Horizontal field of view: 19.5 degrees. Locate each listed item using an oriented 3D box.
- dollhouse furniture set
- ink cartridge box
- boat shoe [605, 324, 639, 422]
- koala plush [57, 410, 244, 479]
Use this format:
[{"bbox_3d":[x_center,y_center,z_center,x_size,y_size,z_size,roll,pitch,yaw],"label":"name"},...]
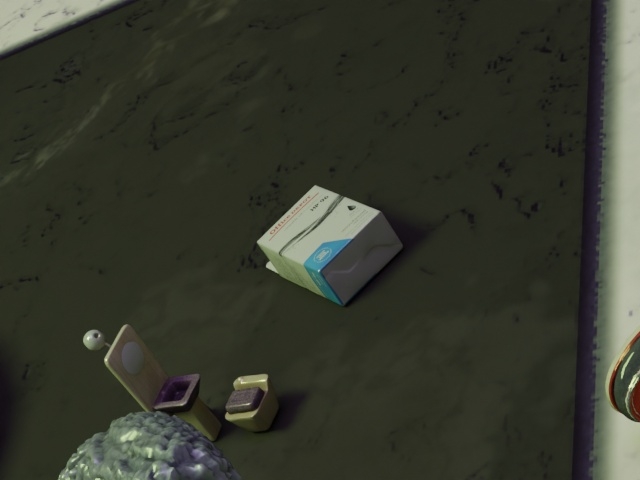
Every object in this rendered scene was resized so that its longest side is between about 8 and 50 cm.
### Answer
[{"bbox_3d":[-0.091,0.098,0.906,0.091,0.081,0.114,-10,39,36],"label":"dollhouse furniture set"},{"bbox_3d":[0.000,0.000,1.004,0.048,0.028,0.083,-44,32,-15],"label":"ink cartridge box"},{"bbox_3d":[0.182,0.038,0.764,0.137,0.049,0.043,-29,33,2],"label":"boat shoe"},{"bbox_3d":[0.007,0.188,0.608,0.221,0.196,0.203,4,60,46],"label":"koala plush"}]
